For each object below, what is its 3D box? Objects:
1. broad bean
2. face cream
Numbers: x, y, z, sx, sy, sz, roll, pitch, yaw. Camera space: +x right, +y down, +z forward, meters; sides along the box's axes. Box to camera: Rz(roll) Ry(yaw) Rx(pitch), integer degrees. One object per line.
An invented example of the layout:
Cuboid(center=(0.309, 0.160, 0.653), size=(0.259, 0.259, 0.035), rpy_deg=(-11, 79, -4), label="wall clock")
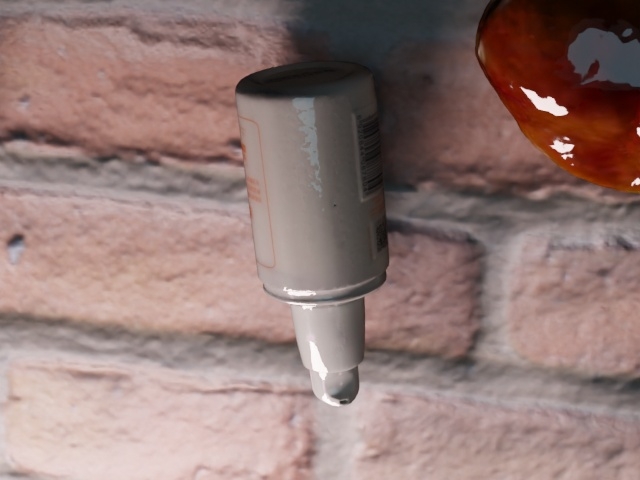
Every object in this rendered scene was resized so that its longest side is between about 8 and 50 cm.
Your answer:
Cuboid(center=(0.217, -0.109, 0.944), size=(0.228, 0.122, 0.156), rpy_deg=(33, 106, -4), label="broad bean")
Cuboid(center=(0.000, 0.000, 1.007), size=(0.101, 0.101, 0.251), rpy_deg=(-4, 109, 5), label="face cream")
